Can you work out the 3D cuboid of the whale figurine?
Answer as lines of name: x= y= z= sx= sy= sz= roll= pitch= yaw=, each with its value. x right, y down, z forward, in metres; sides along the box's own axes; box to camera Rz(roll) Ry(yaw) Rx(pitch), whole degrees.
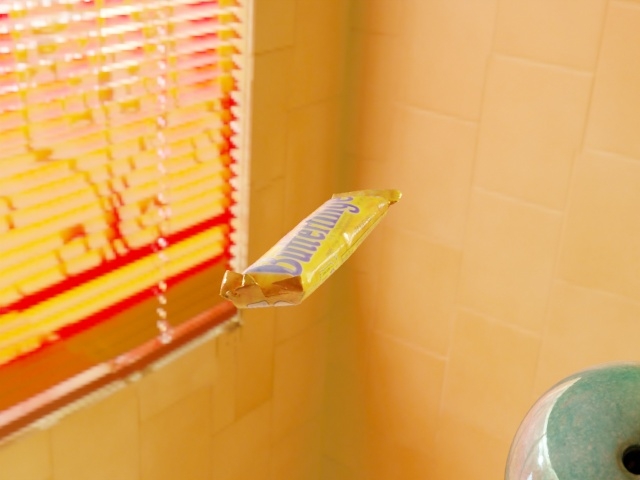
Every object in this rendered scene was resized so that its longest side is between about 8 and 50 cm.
whale figurine: x=0.252 y=0.184 z=0.638 sx=0.272 sy=0.141 sz=0.216 roll=26 pitch=-107 yaw=26

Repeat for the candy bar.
candy bar: x=0.000 y=0.000 z=0.458 sx=0.040 sy=0.018 sz=0.161 roll=-1 pitch=-164 yaw=20
